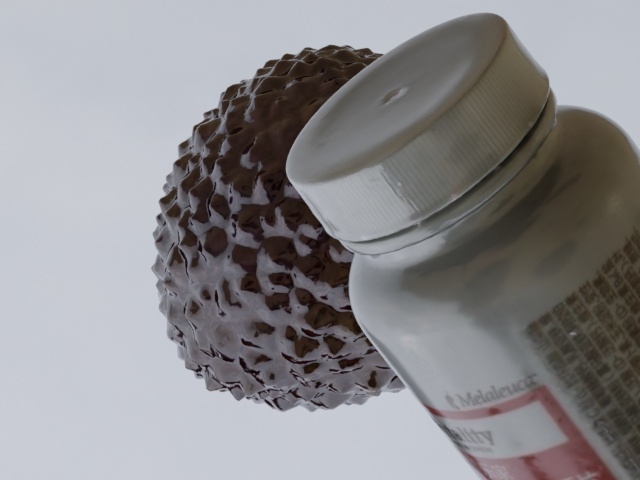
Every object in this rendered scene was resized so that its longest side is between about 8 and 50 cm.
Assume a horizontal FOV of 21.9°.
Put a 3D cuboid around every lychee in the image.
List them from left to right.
[{"bbox_3d":[0.000,0.000,0.805,0.188,0.188,0.188,10,-147,-7],"label":"lychee"}]

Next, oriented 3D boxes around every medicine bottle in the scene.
[{"bbox_3d":[0.057,0.018,0.401,0.140,0.079,0.079,52,-154,-21],"label":"medicine bottle"}]
